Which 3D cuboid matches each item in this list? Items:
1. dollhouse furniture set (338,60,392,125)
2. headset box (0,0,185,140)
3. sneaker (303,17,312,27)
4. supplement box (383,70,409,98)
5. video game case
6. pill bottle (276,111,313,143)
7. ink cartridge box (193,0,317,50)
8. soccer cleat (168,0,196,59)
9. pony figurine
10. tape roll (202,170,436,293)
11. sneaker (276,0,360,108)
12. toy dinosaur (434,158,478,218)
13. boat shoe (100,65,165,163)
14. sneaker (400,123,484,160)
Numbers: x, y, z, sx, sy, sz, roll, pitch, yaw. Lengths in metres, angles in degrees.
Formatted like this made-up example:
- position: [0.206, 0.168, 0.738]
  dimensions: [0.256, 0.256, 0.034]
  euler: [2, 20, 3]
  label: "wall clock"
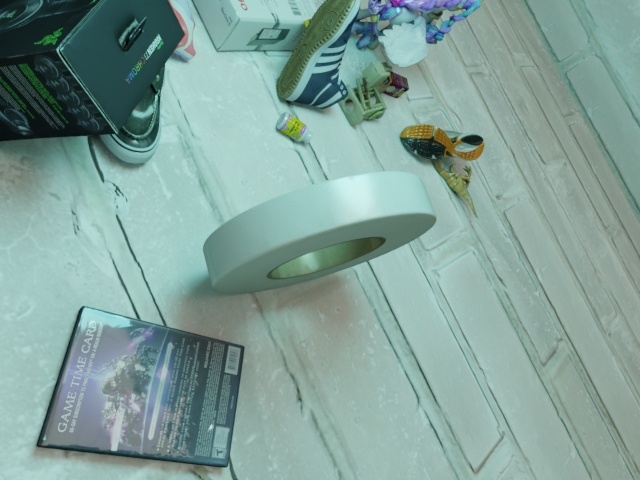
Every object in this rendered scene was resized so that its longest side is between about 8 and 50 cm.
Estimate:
- position: [0.166, -0.398, 1.306]
  dimensions: [0.182, 0.161, 0.101]
  euler: [-27, 88, -43]
  label: "dollhouse furniture set"
- position: [-0.370, -0.275, 0.707]
  dimensions: [0.131, 0.283, 0.246]
  euler: [68, 31, -49]
  label: "headset box"
- position: [-0.018, -0.472, 1.209]
  dimensions: [0.067, 0.175, 0.064]
  euler: [-14, 54, -8]
  label: "sneaker"
- position: [0.214, -0.465, 1.453]
  dimensions: [0.083, 0.055, 0.043]
  euler: [6, 67, -37]
  label: "supplement box"
- position: [-0.253, 0.228, 0.748]
  dimensions: [0.274, 0.026, 0.196]
  euler: [22, 57, -29]
  label: "video game case"
- position: [-0.058, -0.259, 1.133]
  dimensions: [0.083, 0.043, 0.043]
  euler: [29, 54, -26]
  label: "pill bottle"
- position: [-0.154, -0.566, 1.154]
  dimensions: [0.273, 0.115, 0.198]
  euler: [-22, 84, -44]
  label: "ink cartridge box"
- position: [-0.309, -0.495, 1.030]
  dimensions: [0.095, 0.083, 0.248]
  euler: [37, 38, -58]
  label: "soccer cleat"
- position: [0.228, -0.625, 1.328]
  dimensions: [0.351, 0.363, 0.302]
  euler: [-20, 107, -27]
  label: "pony figurine"
- position: [0.000, 0.000, 0.823]
  dimensions: [0.392, 0.392, 0.072]
  euler: [-6, 73, -41]
  label: "tape roll"
- position: [0.030, -0.434, 1.146]
  dimensions: [0.153, 0.282, 0.099]
  euler: [10, 42, -42]
  label: "sneaker"
- position: [0.427, -0.166, 1.492]
  dimensions: [0.112, 0.064, 0.211]
  euler: [-40, 87, -26]
  label: "toy dinosaur"
- position: [-0.339, -0.305, 0.870]
  dimensions: [0.121, 0.119, 0.335]
  euler: [3, 67, -39]
  label: "boat shoe"
- position: [0.351, -0.294, 1.470]
  dimensions: [0.262, 0.121, 0.099]
  euler: [8, 104, -18]
  label: "sneaker"
